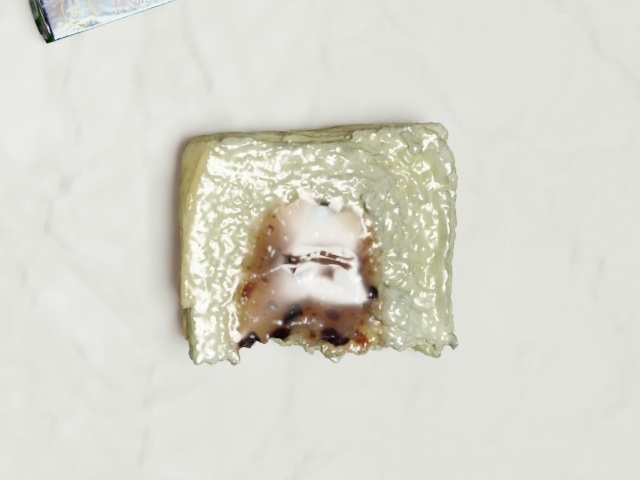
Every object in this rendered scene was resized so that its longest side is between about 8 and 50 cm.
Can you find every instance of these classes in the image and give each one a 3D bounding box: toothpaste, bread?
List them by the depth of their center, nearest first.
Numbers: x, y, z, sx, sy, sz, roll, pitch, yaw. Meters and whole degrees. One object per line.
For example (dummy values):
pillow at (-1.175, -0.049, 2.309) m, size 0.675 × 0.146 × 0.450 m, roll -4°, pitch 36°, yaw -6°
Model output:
toothpaste at (-0.040, -0.076, 0.539) m, size 0.083 × 0.020 × 0.017 m, roll -21°, pitch 98°, yaw -12°
bread at (0.000, 0.000, 0.552) m, size 0.083 × 0.035 × 0.070 m, roll 1°, pitch 95°, yaw -13°
